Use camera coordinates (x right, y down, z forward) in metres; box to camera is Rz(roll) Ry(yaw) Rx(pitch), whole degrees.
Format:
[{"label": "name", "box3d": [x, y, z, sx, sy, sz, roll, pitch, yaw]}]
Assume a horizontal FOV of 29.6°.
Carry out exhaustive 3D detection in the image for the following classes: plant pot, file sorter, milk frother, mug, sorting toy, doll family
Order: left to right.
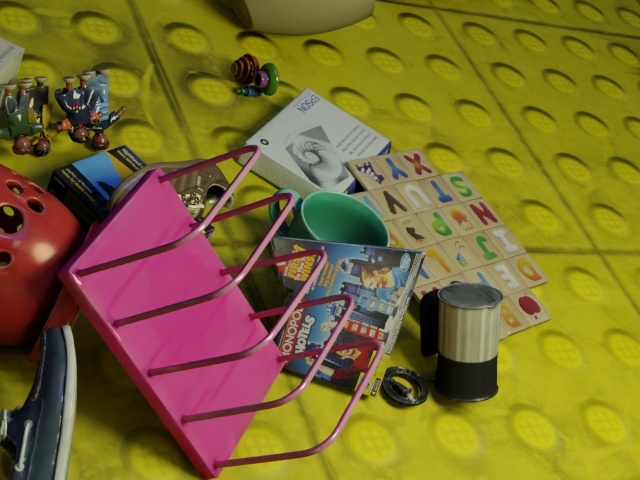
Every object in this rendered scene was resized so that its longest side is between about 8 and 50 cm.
[{"label": "plant pot", "box3d": [-0.334, 0.026, 1.314, 0.174, 0.191, 0.191, 24, 37, -11]}, {"label": "doll family", "box3d": [-0.340, -0.162, 1.600, 0.193, 0.111, 0.076, -11, 18, -26]}, {"label": "file sorter", "box3d": [-0.090, 0.073, 1.297, 0.290, 0.182, 0.202, 59, 37, -22]}, {"label": "sorting toy", "box3d": [-0.108, -0.253, 1.884, 0.042, 0.061, 0.102, -6, 26, -36]}, {"label": "plant pot", "box3d": [-0.064, -0.452, 2.007, 0.191, 0.284, 0.284, -31, 61, -10]}, {"label": "mug", "box3d": [0.009, 0.002, 1.632, 0.129, 0.097, 0.157, -6, 49, -36]}, {"label": "milk frother", "box3d": [0.154, 0.134, 1.539, 0.129, 0.134, 0.143, 13, 24, 33]}]

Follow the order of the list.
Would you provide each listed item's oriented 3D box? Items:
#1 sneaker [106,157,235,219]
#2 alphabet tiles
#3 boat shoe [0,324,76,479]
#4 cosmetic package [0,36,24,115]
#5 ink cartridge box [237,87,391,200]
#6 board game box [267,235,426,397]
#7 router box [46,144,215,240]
[{"label": "sneaker", "box3d": [-0.181, -0.058, 1.529, 0.071, 0.066, 0.188, 45, 38, 19]}, {"label": "alphabet tiles", "box3d": [0.189, 0.001, 1.780, 0.285, 0.011, 0.342, -13, 60, -46]}, {"label": "boat shoe", "box3d": [-0.282, 0.204, 1.191, 0.079, 0.095, 0.254, 3, 69, -8]}, {"label": "cosmetic package", "box3d": [-0.559, -0.239, 1.542, 0.309, 0.113, 0.160, 25, 37, -4]}, {"label": "ink cartridge box", "box3d": [0.020, -0.120, 1.822, 0.224, 0.045, 0.223, 33, 37, 5]}, {"label": "board game box", "box3d": [0.007, 0.073, 1.513, 0.194, 0.194, 0.060, 20, -2, -9]}, {"label": "router box", "box3d": [-0.245, -0.038, 1.561, 0.179, 0.046, 0.133, 42, 38, 16]}]
